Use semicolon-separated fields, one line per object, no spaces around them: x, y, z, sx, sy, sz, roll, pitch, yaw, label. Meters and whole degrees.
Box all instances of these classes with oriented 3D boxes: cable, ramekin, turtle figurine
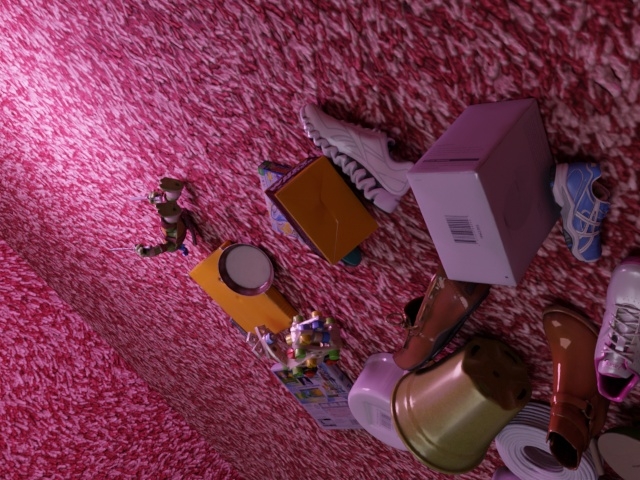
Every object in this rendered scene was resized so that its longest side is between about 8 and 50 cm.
0.547;0.508;1.612;0.257;0.089;0.257;45;146;-4;cable
0.210;0.457;1.851;0.277;0.135;0.277;26;142;23;ramekin
-0.494;-0.061;1.936;0.275;0.197;0.266;36;141;4;turtle figurine

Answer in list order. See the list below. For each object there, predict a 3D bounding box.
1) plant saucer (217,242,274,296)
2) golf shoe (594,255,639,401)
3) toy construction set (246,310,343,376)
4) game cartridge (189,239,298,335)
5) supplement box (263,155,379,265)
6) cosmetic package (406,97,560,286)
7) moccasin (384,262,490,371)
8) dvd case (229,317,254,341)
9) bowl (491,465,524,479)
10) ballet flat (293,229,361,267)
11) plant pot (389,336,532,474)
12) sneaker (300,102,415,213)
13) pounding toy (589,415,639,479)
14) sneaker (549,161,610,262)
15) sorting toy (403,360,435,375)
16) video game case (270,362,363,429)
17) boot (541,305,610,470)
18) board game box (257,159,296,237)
-0.210;0.080;1.901;0.169;0.029;0.168;5;113;13;plant saucer
0.559;0.169;1.196;0.115;0.140;0.306;16;136;35;golf shoe
-0.065;0.304;1.903;0.215;0.151;0.328;17;156;-36;toy construction set
-0.238;0.165;2.061;0.323;0.052;0.285;46;145;-9;game cartridge
-0.004;-0.070;1.433;0.191;0.129;0.194;51;174;-12;supplement box
0.286;-0.082;1.116;0.138;0.224;0.224;5;130;45;cosmetic package
0.243;0.178;1.519;0.147;0.139;0.380;41;149;15;moccasin
-0.256;0.301;2.212;0.119;0.013;0.087;46;177;-3;dvd case
0.560;0.724;1.705;0.134;0.298;0.297;-22;112;29;bowl
0.000;0.000;1.594;0.222;0.076;0.079;35;152;-21;ballet flat
0.341;0.361;1.539;0.276;0.276;0.254;38;133;6;plant pot
0.076;-0.188;1.334;0.118;0.110;0.292;-48;71;13;sneaker
0.678;0.434;1.405;0.182;0.110;0.237;58;156;-17;pounding toy
0.451;-0.043;1.123;0.081;0.080;0.211;-11;129;29;sneaker
0.254;0.338;1.731;0.083;0.075;0.044;19;139;29;sorting toy
0.015;0.506;2.184;0.300;0.036;0.329;50;146;-11;video game case
0.487;0.293;1.325;0.109;0.220;0.283;0;127;45;boot
-0.074;-0.092;1.627;0.136;0.035;0.201;19;139;31;board game box
